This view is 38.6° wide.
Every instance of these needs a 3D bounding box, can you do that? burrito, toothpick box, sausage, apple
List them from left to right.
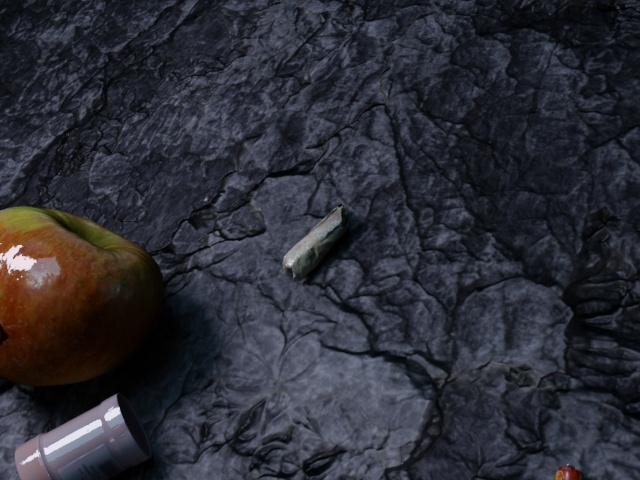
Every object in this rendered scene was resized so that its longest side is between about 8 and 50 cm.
[{"bbox_3d":[-0.381,0.093,1.302,0.309,0.277,0.250,27,95,45],"label":"apple"},{"bbox_3d":[-0.309,0.277,1.197,0.149,0.098,0.098,-28,42,-4],"label":"toothpick box"},{"bbox_3d":[0.000,0.000,1.368,0.149,0.041,0.055,-46,33,-21],"label":"burrito"},{"bbox_3d":[0.257,0.292,0.962,0.034,0.034,0.129,-2,47,24],"label":"sausage"}]

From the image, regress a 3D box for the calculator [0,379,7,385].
[{"bbox_3d":[-0.519,0.153,1.465,0.186,0.041,0.299,13,52,35],"label":"calculator"}]
